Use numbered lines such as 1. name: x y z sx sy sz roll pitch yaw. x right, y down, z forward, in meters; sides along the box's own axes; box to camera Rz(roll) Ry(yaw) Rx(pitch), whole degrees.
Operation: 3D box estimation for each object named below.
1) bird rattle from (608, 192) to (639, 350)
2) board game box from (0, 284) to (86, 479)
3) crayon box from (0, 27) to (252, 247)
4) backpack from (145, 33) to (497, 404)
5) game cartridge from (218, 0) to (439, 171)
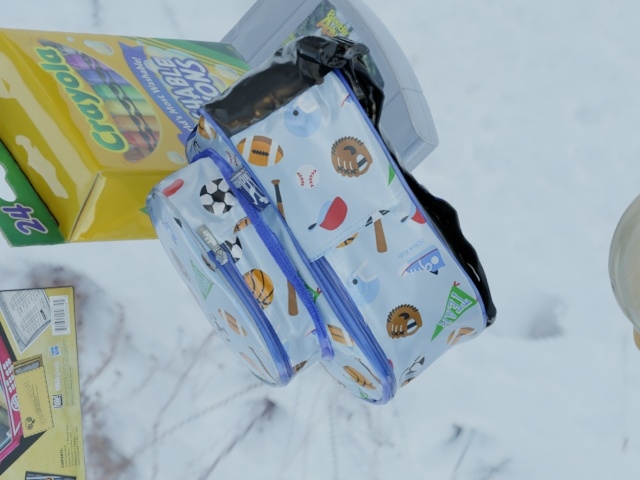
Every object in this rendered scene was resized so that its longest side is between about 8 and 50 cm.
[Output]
1. bird rattle: 0.338 0.001 1.270 0.207 0.143 0.253 -20 126 -7
2. board game box: -0.208 0.151 0.875 0.042 0.165 0.243 -6 87 44
3. crayon box: -0.165 -0.094 1.369 0.203 0.323 0.083 51 127 32
4. backpack: 0.000 0.000 1.178 0.263 0.213 0.276 49 176 -3
5. game cartridge: 0.005 -0.175 1.776 0.196 0.060 0.294 -43 64 21
